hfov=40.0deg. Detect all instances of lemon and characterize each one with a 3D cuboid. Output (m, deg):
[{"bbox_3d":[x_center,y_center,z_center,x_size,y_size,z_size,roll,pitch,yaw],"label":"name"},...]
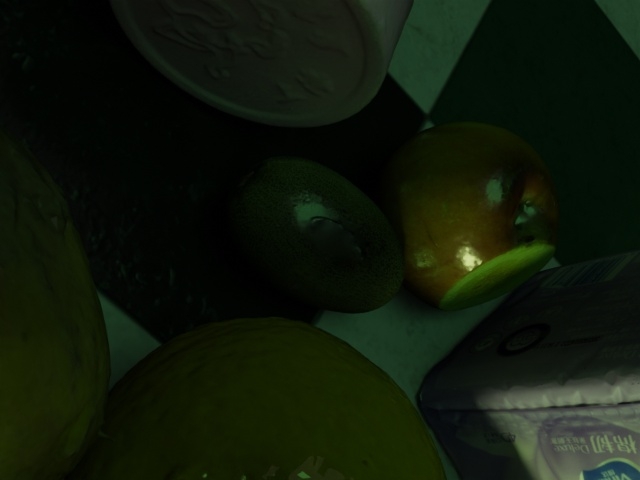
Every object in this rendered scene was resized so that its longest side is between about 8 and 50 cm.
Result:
[{"bbox_3d":[-0.038,0.158,0.519,0.228,0.228,0.253,42,26,-22],"label":"lemon"}]

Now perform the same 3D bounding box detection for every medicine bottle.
[{"bbox_3d":[-0.006,-0.273,0.671,0.212,0.212,0.325,34,59,-27],"label":"medicine bottle"}]

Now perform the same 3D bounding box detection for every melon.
[{"bbox_3d":[0.000,0.000,0.674,0.162,0.099,0.099,36,58,-28],"label":"melon"}]

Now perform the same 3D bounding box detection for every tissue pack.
[{"bbox_3d":[0.287,0.108,0.715,0.242,0.338,0.160,-37,102,-38],"label":"tissue pack"}]

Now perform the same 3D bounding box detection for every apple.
[{"bbox_3d":[0.123,-0.020,0.743,0.146,0.147,0.163,-23,94,-39],"label":"apple"}]

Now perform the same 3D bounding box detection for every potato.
[{"bbox_3d":[-0.192,0.035,0.411,0.229,0.266,0.229,8,75,-33],"label":"potato"}]
